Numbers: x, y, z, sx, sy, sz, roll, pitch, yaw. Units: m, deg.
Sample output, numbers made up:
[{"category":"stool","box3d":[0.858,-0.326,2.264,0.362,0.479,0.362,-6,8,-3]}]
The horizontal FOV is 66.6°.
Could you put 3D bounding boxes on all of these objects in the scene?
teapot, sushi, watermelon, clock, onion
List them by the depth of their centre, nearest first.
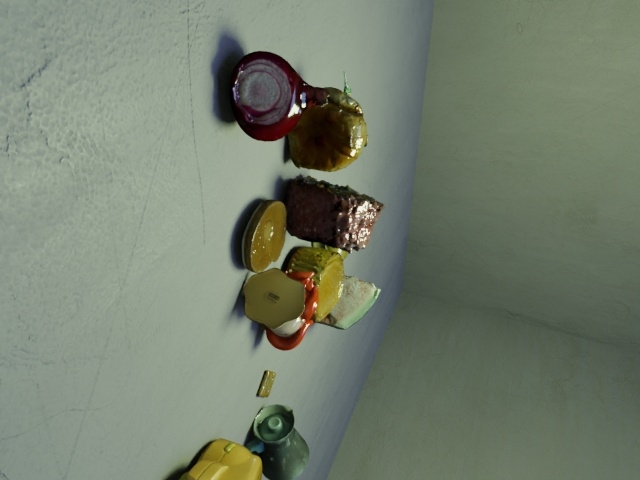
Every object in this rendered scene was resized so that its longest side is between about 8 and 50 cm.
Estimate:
[{"category":"onion","box3d":[-0.084,-0.290,0.990,0.135,0.198,0.173,-113,-156,-68]},{"category":"clock","box3d":[-0.248,0.636,1.188,0.317,0.200,0.244,-7,113,-79]},{"category":"sushi","box3d":[0.036,-0.071,1.361,0.236,0.270,0.170,-6,113,-57]},{"category":"teapot","box3d":[-0.144,0.656,1.560,0.203,0.171,0.225,-28,130,-26]},{"category":"watermelon","box3d":[0.061,0.220,1.784,0.232,0.310,0.193,27,73,-32]}]

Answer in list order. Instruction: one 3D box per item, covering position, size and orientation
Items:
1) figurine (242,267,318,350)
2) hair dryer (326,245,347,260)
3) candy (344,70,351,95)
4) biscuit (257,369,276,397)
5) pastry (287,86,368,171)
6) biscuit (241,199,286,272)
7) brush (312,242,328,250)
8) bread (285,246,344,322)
[{"category":"figurine","box3d":[-0.093,0.178,1.325,0.257,0.181,0.208,76,4,-68]},{"category":"hair dryer","box3d":[0.071,0.017,1.849,0.278,0.090,0.135,50,54,-76]},{"category":"candy","box3d":[0.084,-0.512,1.589,0.023,0.025,0.083,-98,172,-45]},{"category":"biscuit","box3d":[-0.168,0.452,1.532,0.081,0.018,0.083,59,48,-66]},{"category":"pastry","box3d":[0.008,-0.280,1.272,0.229,0.218,0.100,-45,179,27]},{"category":"biscuit","box3d":[-0.143,-0.013,1.218,0.208,0.049,0.181,-42,142,-60]},{"category":"brush","box3d":[0.000,0.000,1.650,0.048,0.054,0.282,-70,163,-47]},{"category":"bread","box3d":[-0.025,0.135,1.537,0.253,0.142,0.227,-17,121,-66]}]
